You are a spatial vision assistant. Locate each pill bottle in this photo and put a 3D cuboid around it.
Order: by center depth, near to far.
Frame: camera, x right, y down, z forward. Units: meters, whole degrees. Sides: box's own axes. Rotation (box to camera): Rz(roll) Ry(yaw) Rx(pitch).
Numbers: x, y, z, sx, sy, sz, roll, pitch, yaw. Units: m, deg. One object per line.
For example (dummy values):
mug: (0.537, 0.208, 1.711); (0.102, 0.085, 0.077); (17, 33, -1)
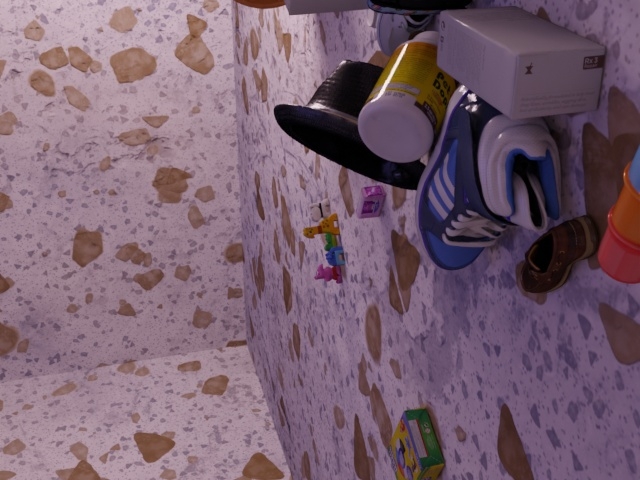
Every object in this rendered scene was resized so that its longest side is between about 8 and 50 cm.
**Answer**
pill bottle: (0.144, -0.227, 1.323); (0.117, 0.117, 0.215); (100, -166, -51)

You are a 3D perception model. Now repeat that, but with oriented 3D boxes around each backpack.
backpack: (0.150, -0.392, 1.248); (0.158, 0.173, 0.117); (146, 116, -76)

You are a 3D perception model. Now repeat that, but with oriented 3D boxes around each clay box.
clay box: (0.191, 0.452, 1.790); (0.222, 0.053, 0.127); (102, 157, -52)

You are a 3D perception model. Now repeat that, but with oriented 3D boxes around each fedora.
fedora: (0.084, -0.211, 1.495); (0.152, 0.334, 0.334); (-67, 13, -5)

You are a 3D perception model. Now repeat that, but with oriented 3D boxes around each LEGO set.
LEGO set: (0.000, 0.000, 2.243); (0.087, 0.093, 0.227); (138, 123, -74)

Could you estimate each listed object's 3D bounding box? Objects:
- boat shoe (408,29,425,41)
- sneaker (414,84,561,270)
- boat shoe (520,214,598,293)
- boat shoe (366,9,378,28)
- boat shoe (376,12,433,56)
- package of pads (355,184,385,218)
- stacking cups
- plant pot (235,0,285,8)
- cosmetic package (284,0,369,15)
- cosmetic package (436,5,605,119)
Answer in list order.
boat shoe: (0.183, -0.284, 1.447); (0.045, 0.050, 0.135); (-39, -67, -81)
sneaker: (0.230, -0.043, 1.193); (0.236, 0.130, 0.323); (-110, 23, -54)
boat shoe: (0.293, 0.021, 1.121); (0.178, 0.060, 0.064); (111, 149, -63)
boat shoe: (0.087, -0.526, 1.598); (0.098, 0.096, 0.277); (-126, 31, -62)
boat shoe: (0.148, -0.384, 1.450); (0.226, 0.083, 0.076); (102, 158, -52)
package of pads: (0.106, -0.081, 1.854); (0.083, 0.050, 0.032); (101, 157, -54)
stacking cups: (0.347, -0.080, 0.830); (0.316, 0.096, 0.096); (91, 165, -51)
plant pot: (-0.132, -0.726, 2.071); (0.203, 0.290, 0.291); (-88, -1, -60)
cosmetic package: (0.052, -0.444, 1.481); (0.060, 0.239, 0.099); (100, 158, -53)
cosmetic package: (0.242, -0.228, 1.084); (0.231, 0.117, 0.085); (-118, 23, -58)
